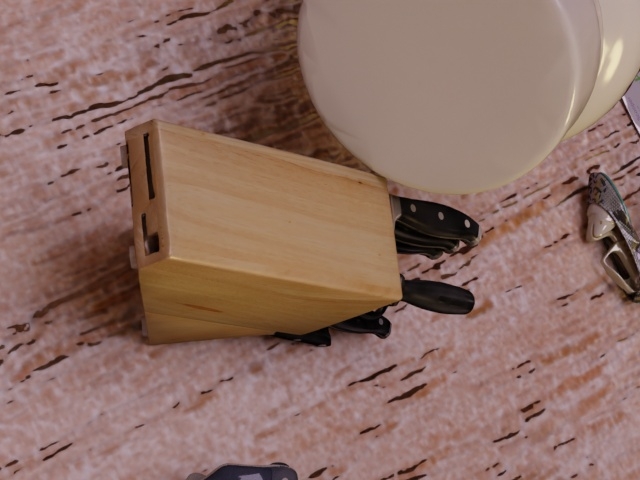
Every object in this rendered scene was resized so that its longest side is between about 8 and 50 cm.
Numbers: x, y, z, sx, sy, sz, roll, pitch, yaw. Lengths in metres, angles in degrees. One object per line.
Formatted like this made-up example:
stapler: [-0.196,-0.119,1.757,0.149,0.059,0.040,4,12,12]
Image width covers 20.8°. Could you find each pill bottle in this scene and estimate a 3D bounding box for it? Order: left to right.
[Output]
pill bottle: [0.145,-0.198,1.242,0.224,0.224,0.392,51,36,-7]

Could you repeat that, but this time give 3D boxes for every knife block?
knife block: [0.000,0.000,1.128,0.242,0.275,0.088,-7,73,-5]

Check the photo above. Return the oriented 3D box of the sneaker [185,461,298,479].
sneaker: [-0.019,0.234,1.114,0.226,0.086,0.163,30,59,-22]

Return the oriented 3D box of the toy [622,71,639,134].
toy: [0.340,-0.195,1.539,0.237,0.056,0.137,-26,86,-38]

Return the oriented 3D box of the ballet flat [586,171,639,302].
ballet flat: [0.237,0.000,1.407,0.041,0.041,0.114,-26,86,-38]
